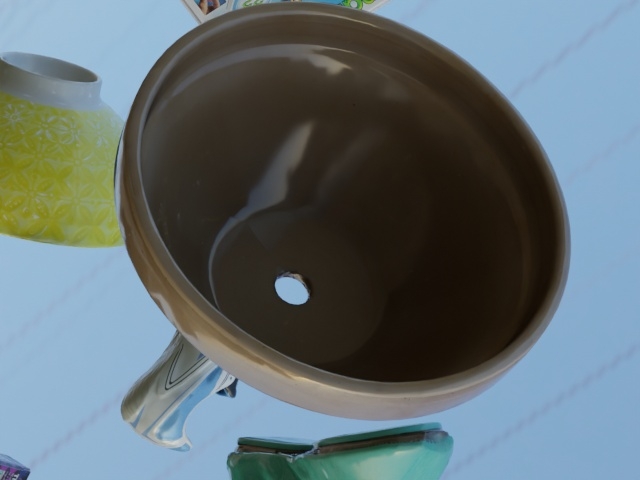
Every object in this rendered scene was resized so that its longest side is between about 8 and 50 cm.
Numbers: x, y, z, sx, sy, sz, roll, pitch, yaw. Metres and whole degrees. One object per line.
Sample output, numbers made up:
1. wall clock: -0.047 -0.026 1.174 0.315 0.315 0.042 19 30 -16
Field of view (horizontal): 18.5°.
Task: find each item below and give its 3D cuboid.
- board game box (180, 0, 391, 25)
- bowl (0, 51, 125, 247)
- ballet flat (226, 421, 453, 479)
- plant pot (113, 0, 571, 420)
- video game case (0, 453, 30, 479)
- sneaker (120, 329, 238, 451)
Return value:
1. board game box: 0.012 -0.271 1.499 0.305 0.193 0.053 -30 -161 22
2. bowl: -0.308 -0.113 2.112 0.289 0.289 0.156 38 -64 55
3. ballet flat: 0.014 0.167 1.287 0.247 0.083 0.087 -15 -104 60
4. plant pot: 0.000 0.000 1.019 0.110 0.237 0.237 124 -23 -52
5. video game case: -0.376 0.278 1.715 0.042 0.210 0.232 27 -91 31
6. sneaker: -0.096 0.091 1.848 0.237 0.086 0.085 -56 -162 -10
